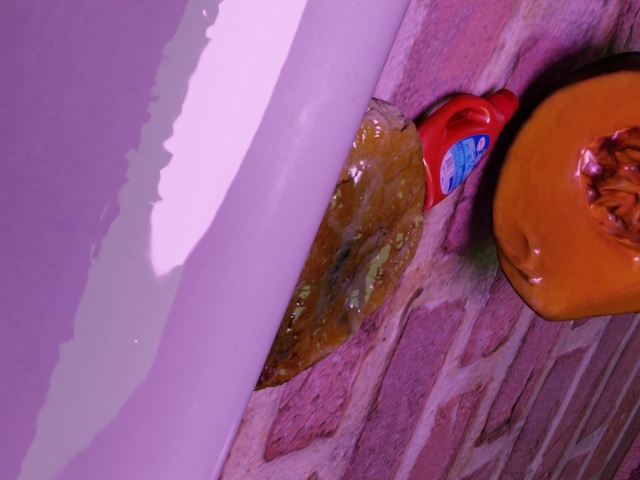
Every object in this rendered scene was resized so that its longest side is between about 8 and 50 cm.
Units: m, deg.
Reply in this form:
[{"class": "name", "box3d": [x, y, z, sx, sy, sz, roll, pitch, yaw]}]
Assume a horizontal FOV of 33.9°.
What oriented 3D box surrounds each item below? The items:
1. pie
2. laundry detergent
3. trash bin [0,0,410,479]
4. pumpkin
[{"class": "pie", "box3d": [0.000, 0.000, 0.894, 0.277, 0.078, 0.277, -39, 147, -32]}, {"class": "laundry detergent", "box3d": [0.138, -0.104, 1.031, 0.165, 0.049, 0.097, -41, 144, -30]}, {"class": "trash bin", "box3d": [-0.145, 0.007, 0.490, 0.280, 0.280, 0.432, 9, 108, -59]}, {"class": "pumpkin", "box3d": [0.333, -0.057, 1.162, 0.225, 0.256, 0.303, 0, 95, -51]}]
